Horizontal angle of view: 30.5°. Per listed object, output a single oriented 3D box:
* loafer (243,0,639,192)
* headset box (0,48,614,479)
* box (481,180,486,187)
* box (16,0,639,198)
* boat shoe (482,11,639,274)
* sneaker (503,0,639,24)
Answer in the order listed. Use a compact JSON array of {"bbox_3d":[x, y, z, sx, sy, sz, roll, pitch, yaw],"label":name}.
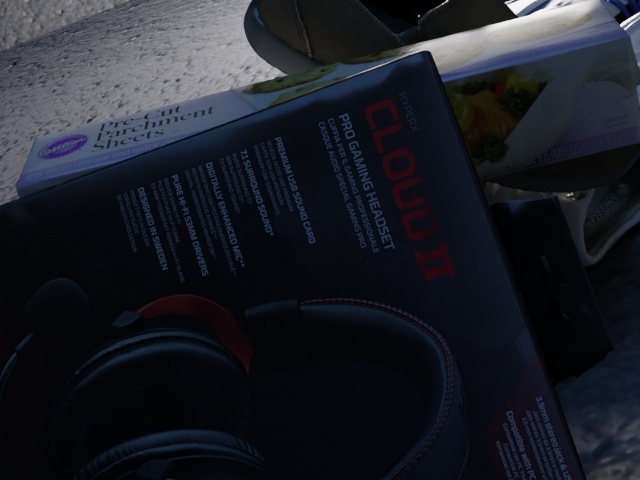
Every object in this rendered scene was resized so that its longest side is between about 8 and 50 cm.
[{"bbox_3d":[0.078,-0.108,0.688,0.251,0.087,0.094,22,43,0],"label":"loafer"},{"bbox_3d":[-0.021,0.062,0.529,0.293,0.218,0.110,-19,-9,5],"label":"headset box"},{"bbox_3d":[0.000,0.000,0.761,0.163,0.142,0.247,-4,29,35],"label":"box"},{"bbox_3d":[0.004,-0.054,0.627,0.324,0.063,0.067,-13,28,5],"label":"box"},{"bbox_3d":[0.216,-0.067,0.789,0.096,0.098,0.277,6,45,47],"label":"boat shoe"},{"bbox_3d":[0.248,-0.165,0.954,0.315,0.127,0.182,-23,26,15],"label":"sneaker"}]
